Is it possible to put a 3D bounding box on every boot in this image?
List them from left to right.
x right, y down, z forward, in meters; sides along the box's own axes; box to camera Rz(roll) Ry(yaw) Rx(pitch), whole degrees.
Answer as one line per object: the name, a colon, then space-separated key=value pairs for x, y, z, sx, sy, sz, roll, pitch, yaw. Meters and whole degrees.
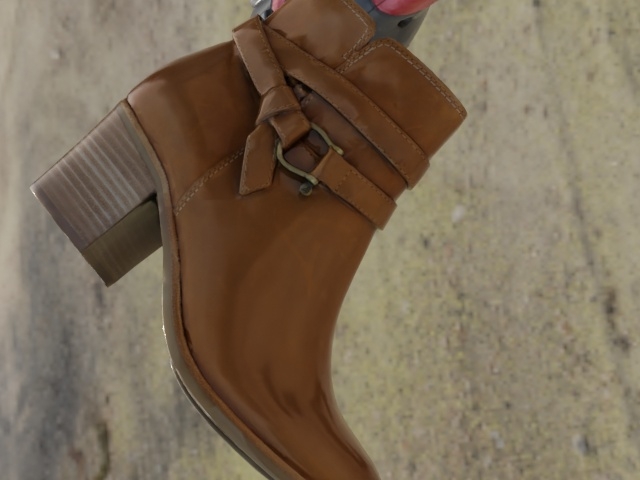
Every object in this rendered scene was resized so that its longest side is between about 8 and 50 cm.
boot: x=0.000 y=0.000 z=0.459 sx=0.197 sy=0.152 sz=0.073 roll=51 pitch=172 yaw=9

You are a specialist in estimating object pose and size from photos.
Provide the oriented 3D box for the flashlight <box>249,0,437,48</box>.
flashlight: x=0.060 y=-0.159 z=0.688 sx=0.304 sy=0.103 sz=0.103 roll=-20 pitch=77 yaw=59
